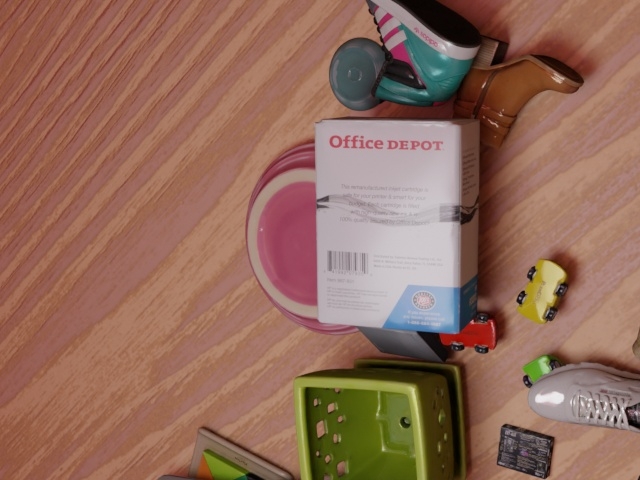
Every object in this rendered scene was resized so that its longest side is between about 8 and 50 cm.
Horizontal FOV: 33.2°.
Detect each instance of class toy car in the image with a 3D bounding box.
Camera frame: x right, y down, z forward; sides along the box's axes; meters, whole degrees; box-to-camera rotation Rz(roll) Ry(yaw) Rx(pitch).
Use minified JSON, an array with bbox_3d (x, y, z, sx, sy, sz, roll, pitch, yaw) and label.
[{"bbox_3d":[0.322,0.165,1.642,0.239,0.053,0.225,-35,80,32],"label":"toy car"}]

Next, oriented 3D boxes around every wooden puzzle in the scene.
[{"bbox_3d":[-0.170,0.496,2.012,0.221,0.044,0.239,22,109,27],"label":"wooden puzzle"}]

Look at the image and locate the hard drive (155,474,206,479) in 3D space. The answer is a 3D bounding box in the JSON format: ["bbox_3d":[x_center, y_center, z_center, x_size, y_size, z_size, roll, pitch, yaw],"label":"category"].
[{"bbox_3d":[-0.176,0.610,1.988,0.233,0.047,0.353,-1,110,36],"label":"hard drive"}]

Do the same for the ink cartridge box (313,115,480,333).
[{"bbox_3d":[0.117,-0.030,1.609,0.223,0.129,0.307,4,101,22],"label":"ink cartridge box"}]

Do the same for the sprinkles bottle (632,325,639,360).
[{"bbox_3d":[0.518,0.004,1.450,0.121,0.121,0.355,18,107,29],"label":"sprinkles bottle"}]

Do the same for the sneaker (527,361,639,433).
[{"bbox_3d":[0.415,0.232,1.536,0.235,0.095,0.090,0,104,13],"label":"sneaker"}]

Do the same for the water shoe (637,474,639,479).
[{"bbox_3d":[0.545,0.351,1.519,0.203,0.073,0.080,-21,107,44],"label":"water shoe"}]

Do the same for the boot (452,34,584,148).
[{"bbox_3d":[0.287,-0.206,1.593,0.197,0.073,0.152,30,112,38],"label":"boot"}]

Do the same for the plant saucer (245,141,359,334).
[{"bbox_3d":[0.000,0.000,1.799,0.332,0.084,0.332,5,100,31],"label":"plant saucer"}]

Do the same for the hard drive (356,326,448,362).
[{"bbox_3d":[0.129,0.157,1.731,0.135,0.094,0.022,4,57,45],"label":"hard drive"}]

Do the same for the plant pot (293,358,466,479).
[{"bbox_3d":[0.109,0.304,1.708,0.228,0.207,0.227,-1,98,32],"label":"plant pot"}]

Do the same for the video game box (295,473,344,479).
[{"bbox_3d":[0.015,0.504,1.862,0.205,0.048,0.187,-13,99,20],"label":"video game box"}]

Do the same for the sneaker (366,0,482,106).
[{"bbox_3d":[0.122,-0.301,1.655,0.295,0.124,0.178,52,138,38],"label":"sneaker"}]

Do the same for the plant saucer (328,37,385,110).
[{"bbox_3d":[0.060,-0.271,1.752,0.119,0.021,0.119,6,101,31],"label":"plant saucer"}]

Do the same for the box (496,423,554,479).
[{"bbox_3d":[0.321,0.332,1.690,0.083,0.018,0.067,11,104,30],"label":"box"}]
